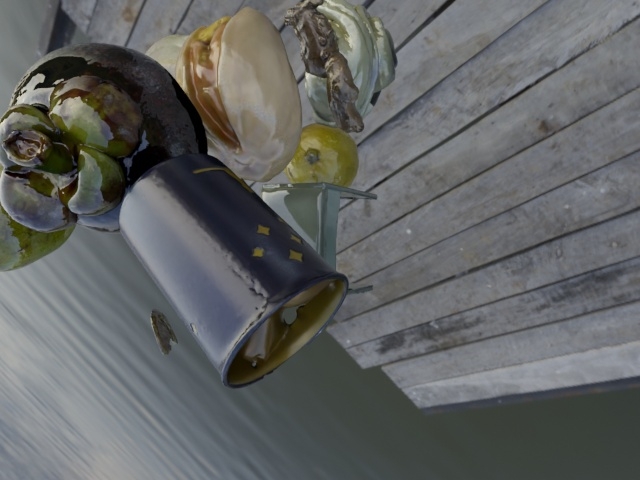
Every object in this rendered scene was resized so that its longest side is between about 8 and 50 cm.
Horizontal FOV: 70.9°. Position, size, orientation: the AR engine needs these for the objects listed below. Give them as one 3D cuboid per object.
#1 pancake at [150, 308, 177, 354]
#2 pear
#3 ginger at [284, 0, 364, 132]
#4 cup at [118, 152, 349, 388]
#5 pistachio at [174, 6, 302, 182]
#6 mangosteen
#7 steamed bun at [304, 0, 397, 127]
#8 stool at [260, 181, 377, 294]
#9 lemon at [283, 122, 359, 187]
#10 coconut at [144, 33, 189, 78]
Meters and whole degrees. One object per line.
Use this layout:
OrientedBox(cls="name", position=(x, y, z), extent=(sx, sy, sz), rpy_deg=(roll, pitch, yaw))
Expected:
OrientedBox(cls="pancake", position=(-0.469, 0.290, 1.360), extent=(0.190, 0.020, 0.184), rpy_deg=(-122, 14, -51))
OrientedBox(cls="pear", position=(-0.754, -0.068, 1.123), extent=(0.253, 0.307, 0.252), rpy_deg=(2, 125, 3))
OrientedBox(cls="ginger", position=(0.015, -0.354, 0.943), extent=(0.122, 0.084, 0.289), rpy_deg=(-13, 111, 43))
OrientedBox(cls="cup", position=(-0.112, 0.044, 0.591), extent=(0.256, 0.178, 0.254), rpy_deg=(45, 162, 25))
OrientedBox(cls="pistachio", position=(-0.143, -0.261, 0.838), extent=(0.230, 0.230, 0.308), rpy_deg=(-11, 92, 40))
OrientedBox(cls="mangosteen", position=(-0.330, -0.133, 0.690), extent=(0.297, 0.313, 0.296), rpy_deg=(18, 150, 11))
OrientedBox(cls="steamed bun", position=(0.091, -0.487, 1.220), extent=(0.238, 0.393, 0.346), rpy_deg=(2, 129, 5))
OrientedBox(cls="stool", position=(0.000, 0.000, 1.054), extent=(0.171, 0.270, 0.243), rpy_deg=(4, 91, 32))
OrientedBox(cls="lemon", position=(0.004, -0.262, 1.484), extent=(0.261, 0.260, 0.284), rpy_deg=(35, 165, 8))
OrientedBox(cls="coconut", position=(-0.359, -0.359, 1.276), extent=(0.415, 0.415, 0.345), rpy_deg=(50, 130, -7))
